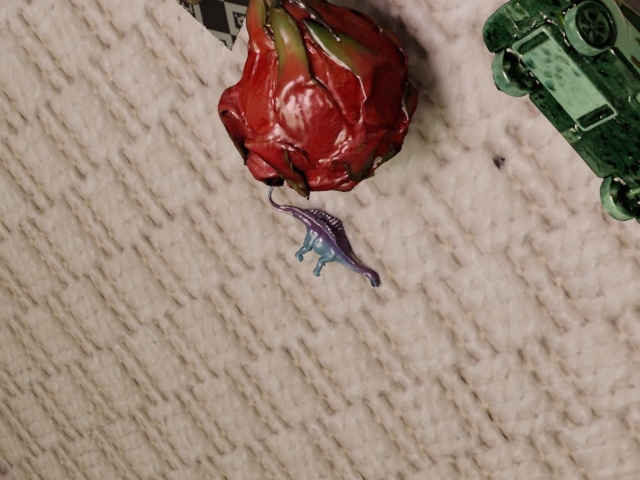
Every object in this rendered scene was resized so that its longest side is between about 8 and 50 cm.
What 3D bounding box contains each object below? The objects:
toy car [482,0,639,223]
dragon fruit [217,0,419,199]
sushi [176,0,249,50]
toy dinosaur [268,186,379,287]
[{"bbox_3d":[0.303,-0.146,1.592,0.306,0.125,0.136,45,146,-11],"label":"toy car"},{"bbox_3d":[-0.016,-0.179,1.797,0.233,0.234,0.293,0,139,46],"label":"dragon fruit"},{"bbox_3d":[-0.179,-0.366,1.963,0.231,0.047,0.220,43,143,9],"label":"sushi"},{"bbox_3d":[0.000,0.000,2.109,0.197,0.045,0.080,43,131,-3],"label":"toy dinosaur"}]
